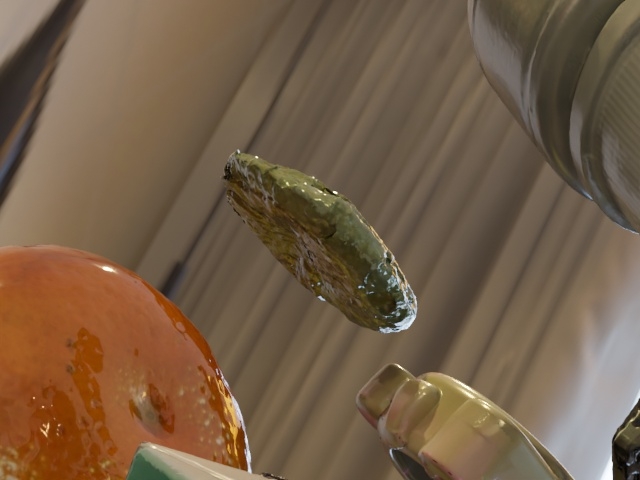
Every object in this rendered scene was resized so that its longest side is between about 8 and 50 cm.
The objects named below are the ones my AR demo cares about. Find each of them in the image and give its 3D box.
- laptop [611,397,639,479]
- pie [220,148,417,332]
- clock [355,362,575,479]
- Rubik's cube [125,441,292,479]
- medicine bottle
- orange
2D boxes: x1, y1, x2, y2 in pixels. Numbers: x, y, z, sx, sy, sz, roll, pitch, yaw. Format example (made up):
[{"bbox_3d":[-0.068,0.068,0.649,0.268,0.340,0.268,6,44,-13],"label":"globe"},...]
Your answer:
[{"bbox_3d":[0.217,0.119,0.991,0.026,0.154,0.207,27,-28,27],"label":"laptop"},{"bbox_3d":[0.000,0.000,1.938,0.306,0.071,0.306,42,-13,12],"label":"pie"},{"bbox_3d":[0.174,0.265,1.870,0.284,0.114,0.309,50,-12,-25],"label":"clock"},{"bbox_3d":[-0.005,0.262,0.926,0.221,0.225,0.231,21,-1,-28],"label":"Rubik's cube"},{"bbox_3d":[0.260,-0.128,1.214,0.245,0.245,0.306,43,13,-36],"label":"medicine bottle"},{"bbox_3d":[-0.263,0.214,1.577,0.326,0.424,0.424,-27,-52,29],"label":"orange"}]
